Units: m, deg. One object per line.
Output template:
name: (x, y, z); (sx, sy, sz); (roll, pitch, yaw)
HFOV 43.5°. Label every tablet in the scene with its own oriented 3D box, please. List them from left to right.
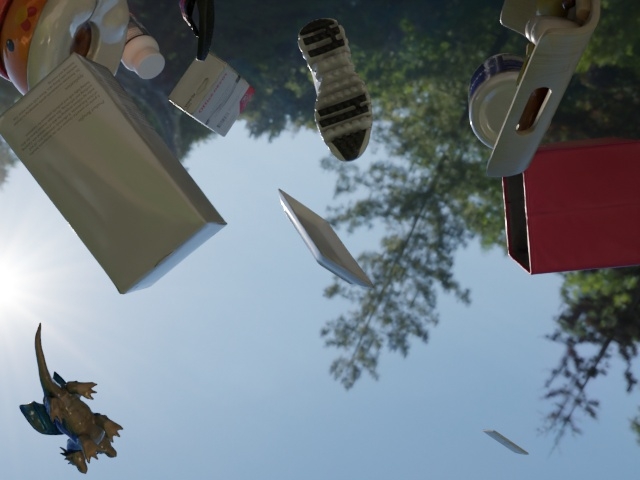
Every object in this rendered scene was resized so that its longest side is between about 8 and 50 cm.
tablet: (0.350, 0.382, 1.523); (0.083, 0.006, 0.054); (34, 163, -7)

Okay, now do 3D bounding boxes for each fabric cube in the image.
fabric cube: (0.540, -0.082, 1.707); (0.258, 0.259, 0.254); (-6, -172, 5)

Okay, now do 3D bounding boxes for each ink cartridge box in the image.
ink cartridge box: (-0.193, -0.262, 1.442); (0.063, 0.109, 0.150); (36, -178, 17)

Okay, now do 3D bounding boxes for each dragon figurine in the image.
dragon figurine: (-0.397, 0.259, 1.235); (0.144, 0.289, 0.085); (-3, -144, 45)

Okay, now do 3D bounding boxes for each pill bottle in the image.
pill bottle: (-0.491, -0.513, 2.126); (0.108, 0.108, 0.180); (-5, -132, -50)
pill bottle: (0.370, -0.284, 1.590); (0.153, 0.153, 0.264); (22, -155, 0)

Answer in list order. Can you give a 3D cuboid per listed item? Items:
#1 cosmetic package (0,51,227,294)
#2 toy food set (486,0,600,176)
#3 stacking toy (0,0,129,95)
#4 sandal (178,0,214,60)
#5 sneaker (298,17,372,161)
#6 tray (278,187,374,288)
cosmetic package: (-0.354, -0.111, 1.372); (0.365, 0.197, 0.155); (53, -174, 2)
toy food set: (0.247, -0.253, 0.954); (0.092, 0.219, 0.306); (13, -127, 3)
stacking toy: (-0.705, -0.498, 1.782); (0.480, 0.350, 0.350); (22, -159, 8)
sandal: (-0.164, -0.327, 1.051); (0.040, 0.179, 0.067); (1, -154, 1)
sneaker: (0.036, -0.276, 1.532); (0.110, 0.292, 0.118); (-13, 160, 4)
tray: (0.000, 0.000, 1.546); (0.145, 0.030, 0.270); (33, -167, -34)
